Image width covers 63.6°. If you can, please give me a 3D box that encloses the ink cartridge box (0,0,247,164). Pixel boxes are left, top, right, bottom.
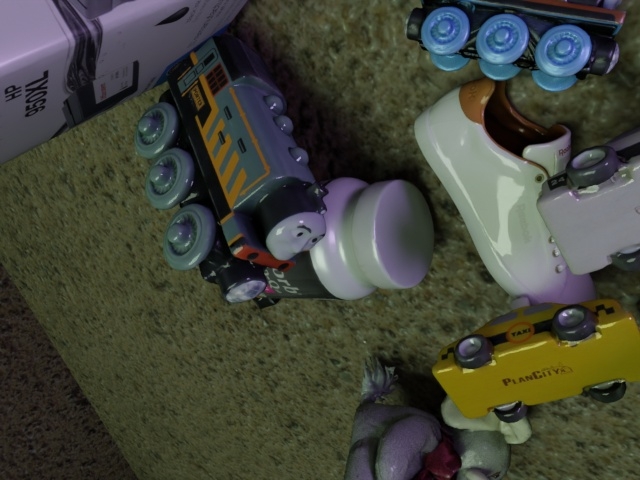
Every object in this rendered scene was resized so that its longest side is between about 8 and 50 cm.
[{"bbox_3d":[-0.283,-0.232,0.544,0.166,0.395,0.285,57,151,-12],"label":"ink cartridge box"}]

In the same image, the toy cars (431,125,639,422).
[{"bbox_3d":[0.238,0.026,0.450,0.177,0.087,0.393,18,127,0],"label":"toy cars"}]

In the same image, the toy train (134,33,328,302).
[{"bbox_3d":[-0.110,-0.094,0.630,0.190,0.142,0.334,-37,58,20],"label":"toy train"}]

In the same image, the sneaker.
[{"bbox_3d":[0.220,-0.037,0.531,0.290,0.106,0.123,53,141,-6],"label":"sneaker"}]

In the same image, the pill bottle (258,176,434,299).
[{"bbox_3d":[0.000,0.000,0.704,0.278,0.162,0.162,-5,118,43],"label":"pill bottle"}]

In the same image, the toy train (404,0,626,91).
[{"bbox_3d":[0.169,-0.199,0.452,0.184,0.080,0.105,18,99,18],"label":"toy train"}]

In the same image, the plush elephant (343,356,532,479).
[{"bbox_3d":[0.176,0.347,0.786,0.256,0.330,0.271,4,141,11],"label":"plush elephant"}]

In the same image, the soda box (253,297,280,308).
[{"bbox_3d":[-0.126,0.038,0.917,0.053,0.060,0.169,-24,105,49],"label":"soda box"}]
